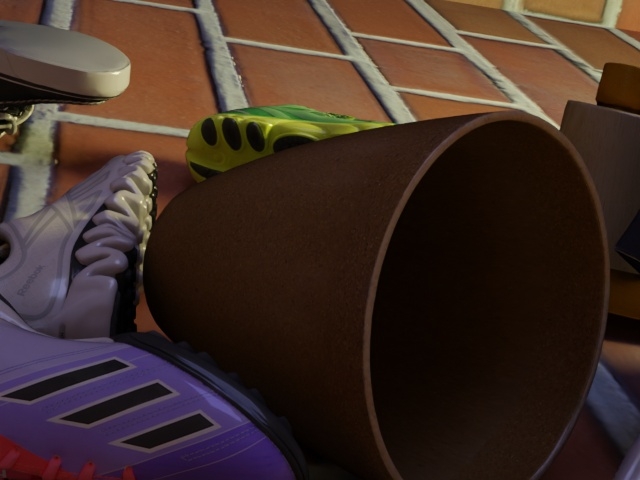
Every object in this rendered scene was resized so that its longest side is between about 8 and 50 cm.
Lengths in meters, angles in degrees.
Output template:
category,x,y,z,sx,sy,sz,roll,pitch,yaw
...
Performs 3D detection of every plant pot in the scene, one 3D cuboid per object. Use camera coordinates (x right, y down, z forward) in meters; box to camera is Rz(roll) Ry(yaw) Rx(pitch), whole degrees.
category,x,y,z,sx,sy,sz,roll,pitch,yaw
plant pot,0.011,0.031,0.840,0.254,0.237,0.237,8,13,41

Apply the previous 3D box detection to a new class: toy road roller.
category,x,y,z,sx,sy,sz,roll,pitch,yaw
toy road roller,0.343,-0.031,1.202,0.330,0.202,0.240,13,7,-10

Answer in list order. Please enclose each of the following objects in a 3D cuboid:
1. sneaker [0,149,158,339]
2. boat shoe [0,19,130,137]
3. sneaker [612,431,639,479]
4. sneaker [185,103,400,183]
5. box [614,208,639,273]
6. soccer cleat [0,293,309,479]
category,x,y,z,sx,sy,sz,roll,pitch,yaw
sneaker,-0.180,0.005,0.954,0.118,0.110,0.292,2,19,0
boat shoe,-0.323,-0.157,1.313,0.306,0.104,0.113,11,23,19
sneaker,0.282,0.160,0.730,0.180,0.124,0.321,24,23,35
sneaker,0.021,-0.084,1.287,0.296,0.109,0.123,12,23,5
box,0.390,-0.035,0.919,0.183,0.294,0.296,30,-2,37
soccer cleat,-0.161,0.098,0.727,0.318,0.108,0.116,21,44,17
